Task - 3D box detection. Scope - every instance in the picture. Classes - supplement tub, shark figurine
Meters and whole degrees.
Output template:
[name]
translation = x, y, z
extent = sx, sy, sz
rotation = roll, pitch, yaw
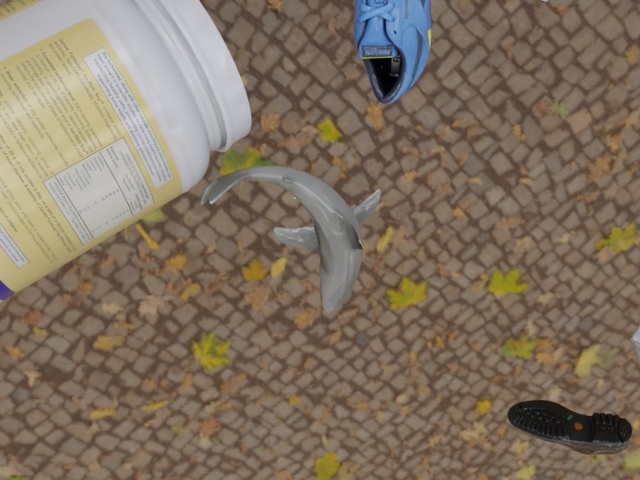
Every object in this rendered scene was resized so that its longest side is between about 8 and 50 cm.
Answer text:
[supplement tub]
translation = -0.261, -0.111, 0.730
extent = 0.331, 0.241, 0.241
rotation = -33, 126, -16
[shark figurine]
translation = -0.002, -0.025, 0.886
extent = 0.166, 0.116, 0.278
rotation = -46, 127, 1

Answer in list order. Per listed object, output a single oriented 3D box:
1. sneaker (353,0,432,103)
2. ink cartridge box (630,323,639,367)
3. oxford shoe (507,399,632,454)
[sneaker]
translation = 0.062, -0.219, 0.674
extent = 0.069, 0.082, 0.209
rotation = 11, 141, 21
[ink cartridge box]
translation = 0.596, 0.076, 1.079
extent = 0.309, 0.130, 0.272
rotation = -57, 148, -4
[oxford shoe]
translation = 0.477, 0.374, 1.438
extent = 0.227, 0.083, 0.096
rotation = 11, 142, 24
